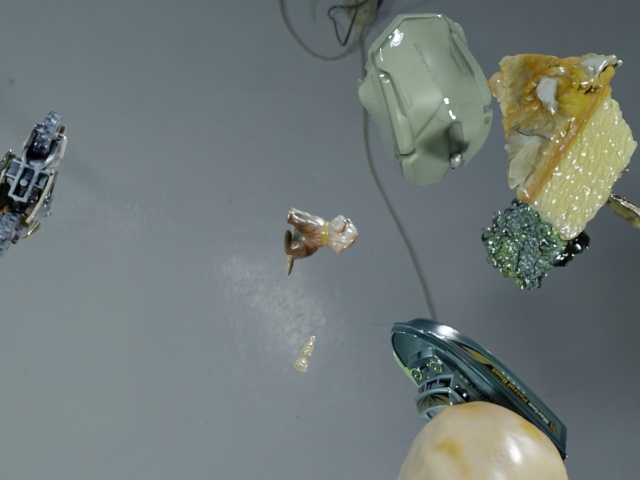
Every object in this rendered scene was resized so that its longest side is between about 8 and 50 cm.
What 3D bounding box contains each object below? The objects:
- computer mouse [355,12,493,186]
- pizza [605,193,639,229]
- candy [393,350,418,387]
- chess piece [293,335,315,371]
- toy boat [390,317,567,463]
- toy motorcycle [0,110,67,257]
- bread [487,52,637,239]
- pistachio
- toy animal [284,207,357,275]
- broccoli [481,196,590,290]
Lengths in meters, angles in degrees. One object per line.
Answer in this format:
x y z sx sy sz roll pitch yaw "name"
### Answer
0.219 -0.244 1.346 0.228 0.429 0.145 -31 52 1 "computer mouse"
0.537 -0.023 1.144 0.176 0.185 0.036 29 112 8 "pizza"
0.311 0.364 1.768 0.142 0.132 0.343 -41 118 -19 "candy"
-0.035 0.279 1.749 0.035 0.035 0.092 25 61 -2 "chess piece"
0.207 0.214 0.974 0.296 0.114 0.122 41 52 -9 "toy boat"
-0.445 -0.085 1.061 0.094 0.130 0.229 22 84 -12 "toy motorcycle"
0.217 -0.088 0.669 0.147 0.127 0.152 37 73 -45 "bread"
0.179 0.313 0.776 0.230 0.309 0.230 1 106 4 "pistachio"
0.001 0.013 1.812 0.185 0.104 0.184 5 109 3 "toy animal"
0.377 -0.025 1.249 0.145 0.304 0.165 44 111 4 "broccoli"
